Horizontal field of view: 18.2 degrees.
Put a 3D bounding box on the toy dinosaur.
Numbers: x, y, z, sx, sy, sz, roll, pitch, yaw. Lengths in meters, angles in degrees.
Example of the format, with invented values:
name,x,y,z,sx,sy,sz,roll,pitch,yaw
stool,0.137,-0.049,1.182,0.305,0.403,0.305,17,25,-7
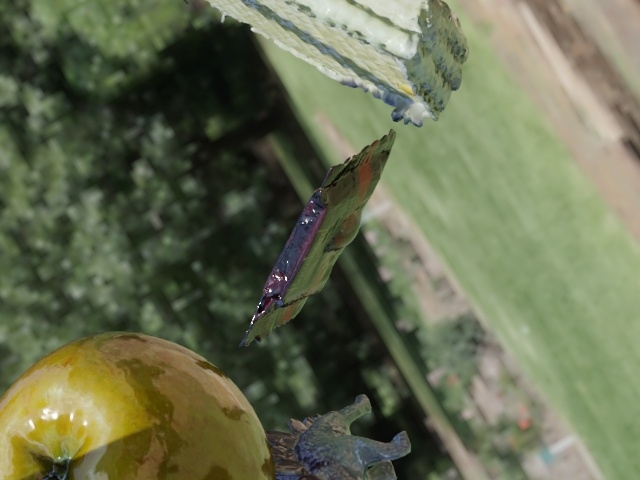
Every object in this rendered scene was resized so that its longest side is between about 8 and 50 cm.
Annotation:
name,x,y,z,sx,sy,sz,roll,pitch,yaw
toy dinosaur,0.013,0.134,1.157,0.209,0.082,0.039,-148,48,-70

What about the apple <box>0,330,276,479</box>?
name,x,y,z,sx,sy,sz,roll,pitch,yaw
apple,-0.111,0.140,1.080,0.182,0.182,0.155,59,-174,29

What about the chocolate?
name,x,y,z,sx,sy,sz,roll,pitch,yaw
chocolate,0.000,0.000,1.358,0.028,0.182,0.086,43,-141,14

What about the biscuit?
name,x,y,z,sx,sy,sz,roll,pitch,yaw
biscuit,-0.048,-0.123,0.812,0.250,0.046,0.147,31,179,18
